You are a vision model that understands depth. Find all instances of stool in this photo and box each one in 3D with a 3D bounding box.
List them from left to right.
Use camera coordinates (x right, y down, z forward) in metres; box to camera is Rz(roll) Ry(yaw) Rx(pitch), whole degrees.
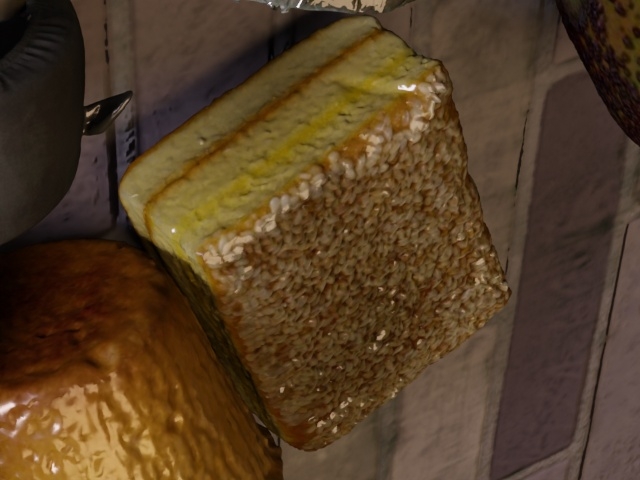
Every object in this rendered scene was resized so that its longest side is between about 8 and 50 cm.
[{"bbox_3d":[-0.200,-0.076,0.733,0.228,0.153,0.139,-17,133,-29],"label":"stool"}]

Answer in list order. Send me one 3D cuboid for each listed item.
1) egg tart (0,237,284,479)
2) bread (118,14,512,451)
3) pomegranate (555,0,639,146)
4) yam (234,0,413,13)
[{"bbox_3d":[-0.136,0.104,0.924,0.215,0.215,0.171,-27,122,-19],"label":"egg tart"},{"bbox_3d":[0.000,0.000,1.009,0.184,0.110,0.234,-38,142,-13],"label":"bread"},{"bbox_3d":[0.276,-0.162,1.016,0.285,0.285,0.341,-46,171,3],"label":"pomegranate"},{"bbox_3d":[0.032,-0.230,0.805,0.154,0.154,0.254,3,118,-41],"label":"yam"}]
